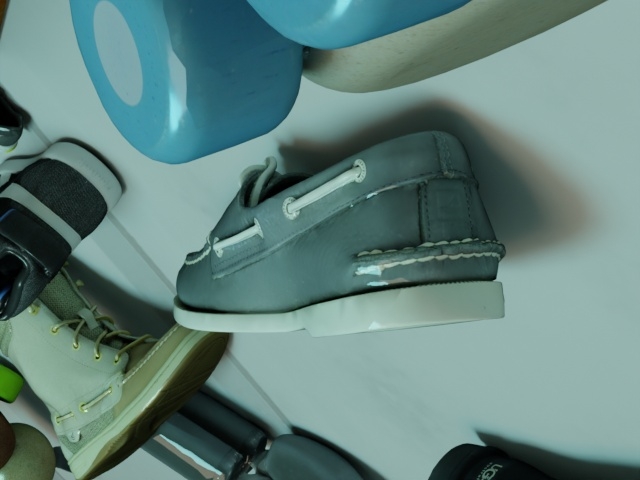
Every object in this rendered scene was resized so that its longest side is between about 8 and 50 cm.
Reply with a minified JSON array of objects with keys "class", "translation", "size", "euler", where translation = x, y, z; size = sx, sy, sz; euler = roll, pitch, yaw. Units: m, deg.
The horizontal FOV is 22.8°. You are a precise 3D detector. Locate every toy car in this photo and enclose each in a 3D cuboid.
[{"class":"toy car","translation":[0.028,-0.174,0.421],"size":[0.210,0.219,0.238],"euler":[-24,87,64]},{"class":"toy car","translation":[-0.339,0.231,1.684],"size":[0.149,0.155,0.188],"euler":[7,155,49]}]

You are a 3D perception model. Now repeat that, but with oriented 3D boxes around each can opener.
[{"class":"can opener","translation":[-0.072,0.160,1.286],"size":[0.280,0.074,0.093],"euler":[27,120,17]}]

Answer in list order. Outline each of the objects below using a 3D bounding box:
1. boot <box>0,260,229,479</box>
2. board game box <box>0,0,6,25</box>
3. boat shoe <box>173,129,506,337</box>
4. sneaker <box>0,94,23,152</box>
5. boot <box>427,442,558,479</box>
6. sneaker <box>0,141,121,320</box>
[{"class":"boot","translation":[-0.172,0.073,1.218],"size":[0.165,0.077,0.213],"euler":[54,132,11]},{"class":"board game box","translation":[-0.393,-0.146,0.784],"size":[0.356,0.356,0.356],"euler":[38,157,-3]},{"class":"boat shoe","translation":[0.000,0.000,0.878],"size":[0.319,0.116,0.099],"euler":[175,90,-66]},{"class":"sneaker","translation":[-0.233,-0.096,1.073],"size":[0.083,0.031,0.035],"euler":[39,143,-15]},{"class":"boot","translation":[0.193,0.238,1.003],"size":[0.207,0.094,0.246],"euler":[11,139,52]},{"class":"sneaker","translation":[-0.225,0.004,1.122],"size":[0.079,0.121,0.217],"euler":[42,156,-10]}]
